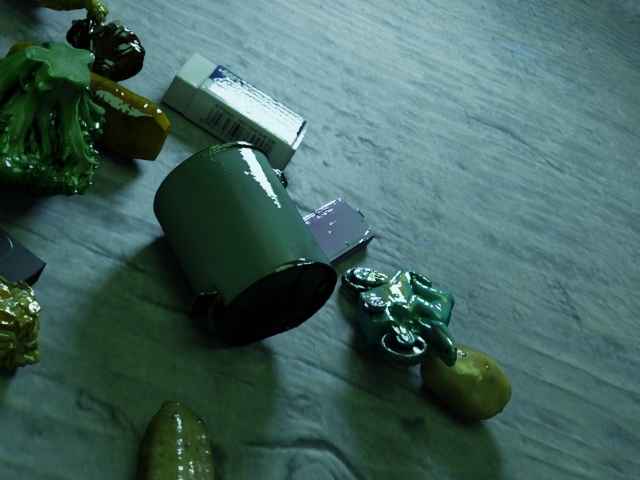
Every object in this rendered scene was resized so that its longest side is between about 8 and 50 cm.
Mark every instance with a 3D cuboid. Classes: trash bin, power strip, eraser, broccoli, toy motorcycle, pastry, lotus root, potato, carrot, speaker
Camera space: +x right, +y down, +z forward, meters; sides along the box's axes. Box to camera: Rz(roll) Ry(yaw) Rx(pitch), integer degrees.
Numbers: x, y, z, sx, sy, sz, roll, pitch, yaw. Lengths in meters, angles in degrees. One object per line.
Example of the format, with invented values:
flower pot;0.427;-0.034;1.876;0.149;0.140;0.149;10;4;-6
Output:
trash bin;-0.127;0.005;1.635;0.277;0.217;0.263;-11;57;-36
power strip;0.000;0.000;1.893;0.109;0.037;0.279;45;37;11
eraser;-0.167;-0.257;2.001;0.279;0.081;0.124;32;37;-6
broccoli;-0.451;-0.192;1.567;0.265;0.245;0.294;46;34;12
toy motorcycle;0.154;0.135;1.778;0.198;0.109;0.296;0;29;-12
pastry;-0.497;0.109;1.323;0.250;0.102;0.154;7;48;-36
lotus root;-0.191;0.327;1.342;0.110;0.097;0.258;26;30;-25
potato;0.255;0.245;1.773;0.178;0.109;0.118;31;59;3
carrot;-0.413;-0.244;1.771;0.301;0.114;0.114;28;37;-7
speaker;-0.518;0.000;1.473;0.218;0.044;0.082;38;37;2

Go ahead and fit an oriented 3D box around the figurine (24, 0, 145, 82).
figurine;-0.453;-0.442;1.922;0.315;0.187;0.168;49;33;3
